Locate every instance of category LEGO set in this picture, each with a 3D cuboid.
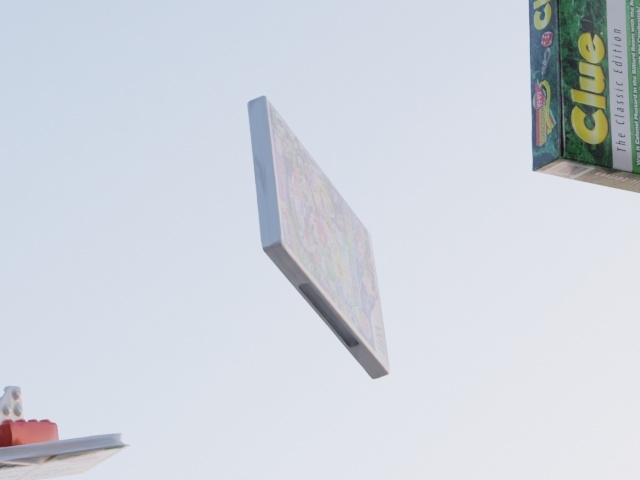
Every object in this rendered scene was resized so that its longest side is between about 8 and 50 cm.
[{"bbox_3d":[-0.179,0.077,0.661,0.182,0.060,0.244,-5,-12,-18],"label":"LEGO set"}]

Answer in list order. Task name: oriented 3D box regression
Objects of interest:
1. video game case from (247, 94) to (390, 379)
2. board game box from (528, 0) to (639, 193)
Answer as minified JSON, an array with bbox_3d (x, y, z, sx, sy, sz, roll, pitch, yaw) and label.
[{"bbox_3d":[0.000,0.000,0.891,0.011,0.087,0.122,-20,-39,16],"label":"video game case"},{"bbox_3d":[0.169,-0.150,1.005,0.136,0.260,0.030,12,-20,-30],"label":"board game box"}]
